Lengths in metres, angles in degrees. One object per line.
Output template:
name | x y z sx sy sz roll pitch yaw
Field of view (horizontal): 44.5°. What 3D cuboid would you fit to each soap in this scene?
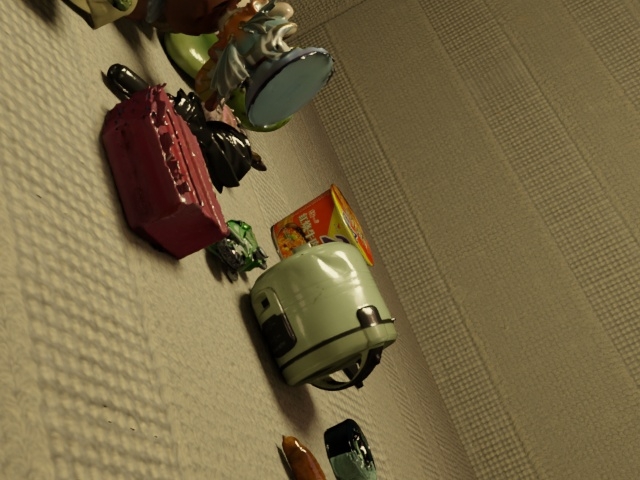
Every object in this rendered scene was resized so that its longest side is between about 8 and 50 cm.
soap | -0.222 -0.109 1.115 0.250 0.099 0.162 68 11 25

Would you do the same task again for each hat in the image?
hat | -0.364 -0.444 1.214 0.166 0.144 0.173 63 -13 10

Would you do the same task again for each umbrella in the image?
umbrella | -0.234 -0.194 1.329 0.340 0.118 0.118 36 27 -50

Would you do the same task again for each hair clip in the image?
hair clip | -0.189 -0.217 1.670 0.173 0.069 0.300 58 1 -37

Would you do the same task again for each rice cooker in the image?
rice cooker | 0.004 0.138 1.345 0.244 0.226 0.226 64 9 12

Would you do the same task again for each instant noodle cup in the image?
instant noodle cup | 0.000 0.000 1.789 0.213 0.174 0.213 60 11 -20

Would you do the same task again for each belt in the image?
belt | 0.056 0.384 1.397 0.105 0.058 0.140 49 17 -45

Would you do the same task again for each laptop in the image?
laptop | 0.047 0.246 1.866 0.135 0.016 0.197 54 11 -39

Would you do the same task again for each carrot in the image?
carrot | 0.007 0.392 1.134 0.248 0.059 0.059 63 9 13

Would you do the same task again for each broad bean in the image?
broad bean | -0.266 -0.415 1.726 0.169 0.100 0.228 55 12 -4

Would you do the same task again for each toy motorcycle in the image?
toy motorcycle | -0.142 0.007 1.334 0.106 0.074 0.190 55 9 10

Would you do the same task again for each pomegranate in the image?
pomegranate | -0.135 -0.379 1.891 0.211 0.263 0.211 36 19 -15

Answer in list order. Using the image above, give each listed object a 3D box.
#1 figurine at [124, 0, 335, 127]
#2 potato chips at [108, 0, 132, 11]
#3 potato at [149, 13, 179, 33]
figurine | -0.181 -0.401 1.387 0.388 0.276 0.248 54 18 13
potato chips | -0.381 -0.521 1.099 0.373 0.097 0.389 33 34 -40
potato | -0.319 -0.529 1.581 0.262 0.165 0.165 61 8 15
